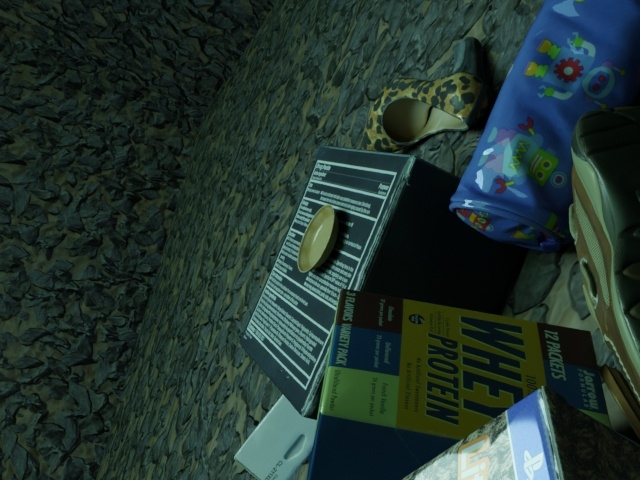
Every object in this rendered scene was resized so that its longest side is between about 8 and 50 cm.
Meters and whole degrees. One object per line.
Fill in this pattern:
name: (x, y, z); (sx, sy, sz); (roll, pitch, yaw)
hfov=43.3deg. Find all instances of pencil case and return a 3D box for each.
pencil case: (0.245, -0.135, 0.791); (0.306, 0.133, 0.119); (-64, -24, -1)

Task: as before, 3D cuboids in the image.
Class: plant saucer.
plant saucer: (0.237, 0.130, 0.606); (0.013, 0.083, 0.083); (-33, 30, 15)
plant saucer: (0.000, 0.000, 0.920); (0.083, 0.015, 0.083); (-51, 25, 36)

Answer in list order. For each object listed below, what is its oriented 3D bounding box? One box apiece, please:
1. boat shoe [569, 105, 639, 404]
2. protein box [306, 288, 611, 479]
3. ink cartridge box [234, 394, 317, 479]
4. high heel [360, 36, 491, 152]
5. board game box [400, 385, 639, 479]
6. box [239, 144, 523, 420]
boat shoe: (0.262, 0.031, 0.618); (0.120, 0.122, 0.324); (88, -175, -45)
protein box: (0.094, 0.170, 0.639); (0.136, 0.201, 0.200); (-78, -2, -53)
ink cartridge box: (-0.036, 0.244, 1.076); (0.127, 0.072, 0.175); (-52, -5, 2)
high heel: (0.135, -0.163, 1.158); (0.261, 0.093, 0.186); (-42, 25, 35)
board game box: (0.118, 0.258, 0.485); (0.291, 0.232, 0.141); (-45, 25, 33)
box: (0.065, 0.055, 0.978); (0.294, 0.182, 0.296); (-68, 21, 1)
